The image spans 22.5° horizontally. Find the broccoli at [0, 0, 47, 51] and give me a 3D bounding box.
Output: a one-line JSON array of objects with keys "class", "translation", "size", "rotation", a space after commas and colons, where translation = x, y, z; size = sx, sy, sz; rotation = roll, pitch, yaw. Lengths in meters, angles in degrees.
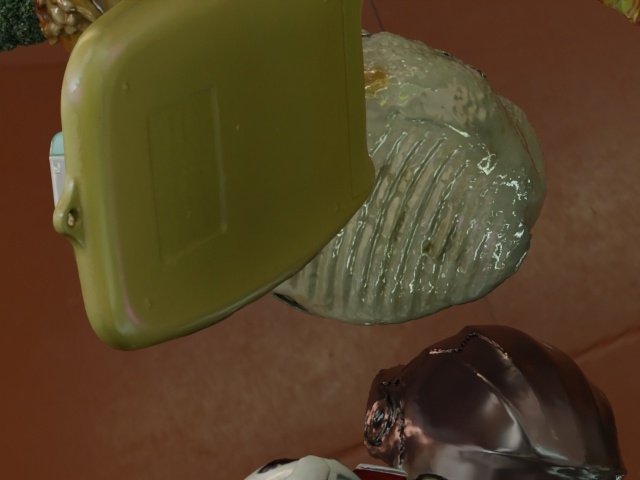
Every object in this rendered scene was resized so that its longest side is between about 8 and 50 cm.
[{"class": "broccoli", "translation": [-0.322, -0.290, 1.687], "size": [0.195, 0.156, 0.195], "rotation": [-31, 154, -17]}]

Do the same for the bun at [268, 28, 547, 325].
[{"class": "bun", "translation": [0.034, -0.050, 1.133], "size": [0.239, 0.141, 0.239], "rotation": [2, 129, 2]}]

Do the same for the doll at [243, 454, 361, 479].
[{"class": "doll", "translation": [0.000, 0.202, 1.004], "size": [0.110, 0.181, 0.107], "rotation": [9, 119, -24]}]

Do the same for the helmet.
[{"class": "helmet", "translation": [0.179, 0.181, 1.549], "size": [0.225, 0.305, 0.177], "rotation": [8, 132, -29]}]

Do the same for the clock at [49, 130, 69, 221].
[{"class": "clock", "translation": [-0.105, -0.042, 1.555], "size": [0.231, 0.262, 0.116], "rotation": [-2, 87, 17]}]

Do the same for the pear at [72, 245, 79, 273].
[{"class": "pear", "translation": [-0.210, 0.002, 1.900], "size": [0.167, 0.136, 0.167], "rotation": [-3, 116, -7]}]

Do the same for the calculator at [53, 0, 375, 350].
[{"class": "calculator", "translation": [-0.036, -0.045, 0.695], "size": [0.033, 0.236, 0.157], "rotation": [10, 115, 29]}]

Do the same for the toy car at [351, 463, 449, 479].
[{"class": "toy car", "translation": [0.028, 0.227, 1.151], "size": [0.139, 0.112, 0.112], "rotation": [14, 114, 21]}]

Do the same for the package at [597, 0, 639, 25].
[{"class": "package", "translation": [0.237, -0.349, 1.615], "size": [0.288, 0.108, 0.223], "rotation": [18, 114, 17]}]

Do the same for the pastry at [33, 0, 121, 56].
[{"class": "pastry", "translation": [-0.150, -0.279, 1.393], "size": [0.184, 0.315, 0.284], "rotation": [24, 66, -21]}]
